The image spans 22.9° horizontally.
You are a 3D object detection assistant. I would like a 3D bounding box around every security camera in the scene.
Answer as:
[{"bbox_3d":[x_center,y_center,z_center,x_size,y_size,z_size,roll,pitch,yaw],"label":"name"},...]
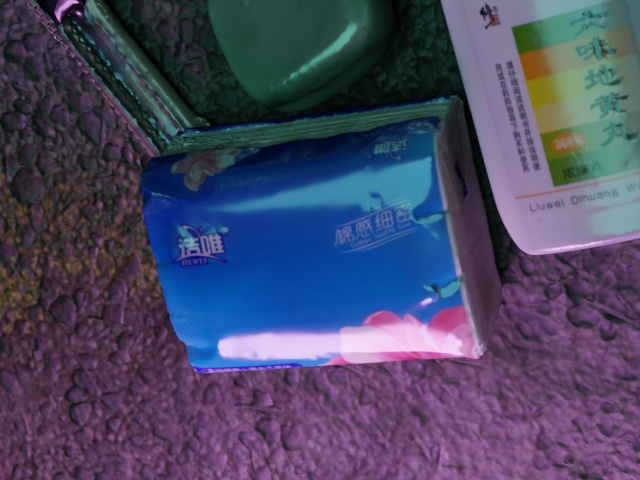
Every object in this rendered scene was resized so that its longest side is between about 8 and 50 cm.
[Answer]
[{"bbox_3d":[-0.051,-0.258,1.343,0.157,0.080,0.301,-31,80,22],"label":"security camera"}]

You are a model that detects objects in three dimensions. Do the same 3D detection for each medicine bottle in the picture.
[{"bbox_3d":[0.197,-0.162,1.237,0.179,0.124,0.324,-11,98,25],"label":"medicine bottle"}]

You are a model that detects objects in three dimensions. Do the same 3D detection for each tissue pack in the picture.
[{"bbox_3d":[0.000,0.000,1.340,0.270,0.137,0.209,-4,110,21],"label":"tissue pack"}]

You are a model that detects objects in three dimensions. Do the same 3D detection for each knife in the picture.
[{"bbox_3d":[-0.189,-0.172,1.440,0.089,0.043,0.365,-37,89,32],"label":"knife"}]
